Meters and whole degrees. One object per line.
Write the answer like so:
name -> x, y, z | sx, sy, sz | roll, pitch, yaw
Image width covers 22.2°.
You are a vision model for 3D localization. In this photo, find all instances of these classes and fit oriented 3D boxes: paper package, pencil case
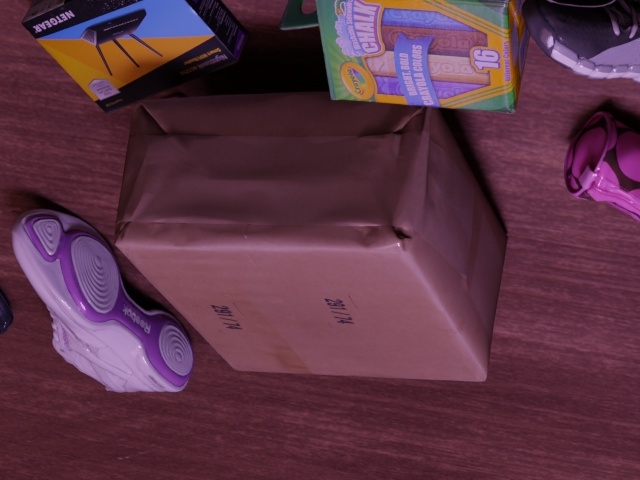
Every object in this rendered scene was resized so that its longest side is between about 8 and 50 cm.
paper package -> 0.000, 0.000, 1.589 | 0.309, 0.168, 0.325 | 1, 155, 22
pencil case -> 0.328, -0.034, 1.535 | 0.209, 0.098, 0.095 | 29, 140, -11

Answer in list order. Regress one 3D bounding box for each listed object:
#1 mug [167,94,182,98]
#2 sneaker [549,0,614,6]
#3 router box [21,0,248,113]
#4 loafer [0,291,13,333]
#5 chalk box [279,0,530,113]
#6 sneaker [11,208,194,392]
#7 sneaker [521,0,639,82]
mug -> -0.136, -0.104, 1.669 | 0.064, 0.062, 0.078 | -27, 130, 32
sneaker -> 0.273, -0.255, 1.278 | 0.222, 0.118, 0.083 | -22, 126, 39
router box -> -0.179, -0.204, 1.575 | 0.179, 0.046, 0.133 | -17, 130, 36
loafer -> -0.466, 0.051, 1.965 | 0.076, 0.078, 0.223 | -21, 127, 39
chalk box -> 0.071, -0.206, 1.406 | 0.213, 0.132, 0.132 | 6, 140, 13
sneaker -> -0.282, 0.088, 1.906 | 0.152, 0.114, 0.305 | -12, 132, 31
sneaker -> 0.284, -0.194, 1.360 | 0.228, 0.086, 0.132 | 11, 138, -35
